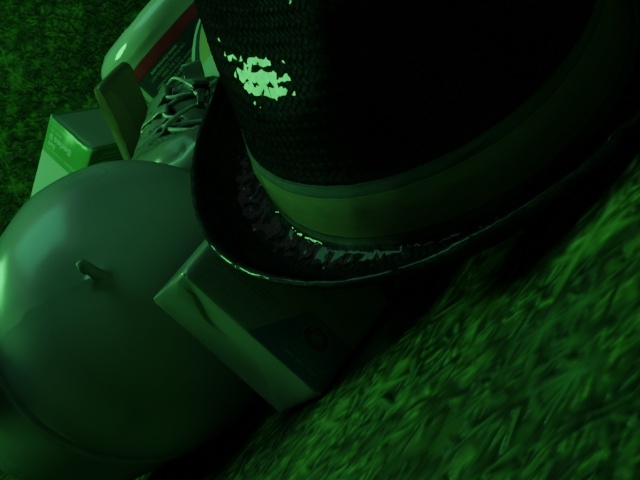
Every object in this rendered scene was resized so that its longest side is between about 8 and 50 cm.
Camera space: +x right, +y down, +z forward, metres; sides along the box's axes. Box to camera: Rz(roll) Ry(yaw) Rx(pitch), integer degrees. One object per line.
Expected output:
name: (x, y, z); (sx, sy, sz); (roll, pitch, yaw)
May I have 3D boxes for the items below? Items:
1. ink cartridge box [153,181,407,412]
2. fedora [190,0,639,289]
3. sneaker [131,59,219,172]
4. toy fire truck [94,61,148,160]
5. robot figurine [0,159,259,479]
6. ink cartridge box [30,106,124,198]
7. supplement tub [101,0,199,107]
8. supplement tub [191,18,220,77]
ink cartridge box: (0.000, 0.000, 0.808); (0.180, 0.104, 0.060); (-51, 6, -30)
fedora: (0.026, -0.134, 0.697); (0.334, 0.152, 0.334); (-25, 35, 19)
sneaker: (-0.107, -0.087, 1.078); (0.281, 0.105, 0.115); (-155, 65, -77)
toy fire truck: (-0.154, -0.016, 1.269); (0.158, 0.246, 0.217); (-43, 8, 41)
robot figurine: (-0.148, 0.066, 0.958); (0.300, 0.200, 0.353); (-13, -12, -26)
ink cartridge box: (-0.270, -0.055, 1.671); (0.154, 0.093, 0.212); (-18, -44, -47)
supplement tub: (-0.072, -0.149, 1.408); (0.191, 0.272, 0.191); (-47, 7, 7)
supplement tub: (0.034, -0.189, 1.161); (0.228, 0.228, 0.316); (-51, 7, -24)
